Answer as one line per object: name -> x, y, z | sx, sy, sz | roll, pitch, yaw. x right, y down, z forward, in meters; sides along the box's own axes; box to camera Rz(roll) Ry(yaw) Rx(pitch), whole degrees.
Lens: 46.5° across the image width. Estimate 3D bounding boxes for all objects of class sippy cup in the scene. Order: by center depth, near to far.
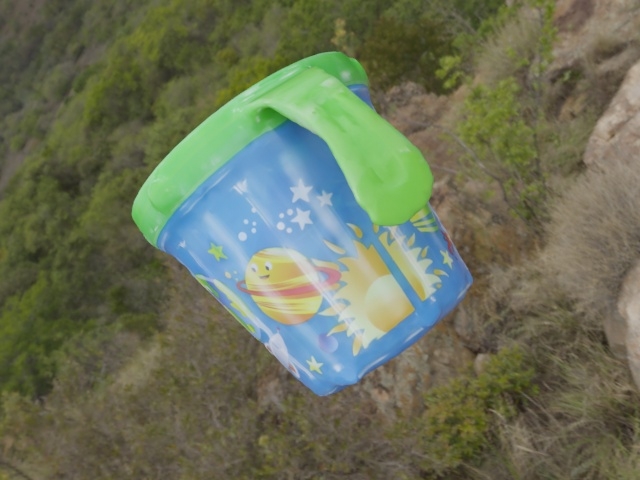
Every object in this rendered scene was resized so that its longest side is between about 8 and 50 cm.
sippy cup -> 0.000, 0.000, 0.636 | 0.240, 0.305, 0.224 | -39, 84, 13
